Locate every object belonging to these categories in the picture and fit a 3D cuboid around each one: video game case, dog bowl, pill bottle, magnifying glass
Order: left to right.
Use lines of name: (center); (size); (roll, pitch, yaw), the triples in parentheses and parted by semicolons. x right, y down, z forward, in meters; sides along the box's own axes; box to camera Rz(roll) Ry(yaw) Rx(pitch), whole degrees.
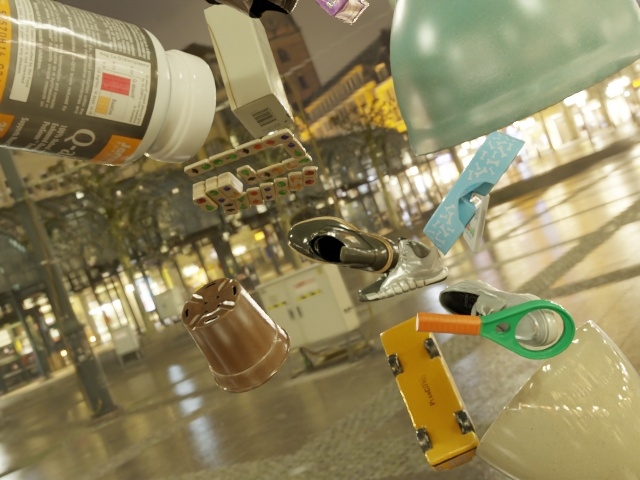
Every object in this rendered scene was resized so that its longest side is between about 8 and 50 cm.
pill bottle: (-0.265, -0.169, 0.854); (0.278, 0.162, 0.162); (7, -19, -41)
dog bowl: (0.322, -0.106, 1.670); (0.297, 0.074, 0.166); (-57, -9, 21)
video game case: (0.383, -0.058, 1.935); (0.019, 0.143, 0.157); (7, 15, -1)
magnifying glass: (0.255, 0.126, 1.142); (0.230, 0.092, 0.026); (3, 22, -4)

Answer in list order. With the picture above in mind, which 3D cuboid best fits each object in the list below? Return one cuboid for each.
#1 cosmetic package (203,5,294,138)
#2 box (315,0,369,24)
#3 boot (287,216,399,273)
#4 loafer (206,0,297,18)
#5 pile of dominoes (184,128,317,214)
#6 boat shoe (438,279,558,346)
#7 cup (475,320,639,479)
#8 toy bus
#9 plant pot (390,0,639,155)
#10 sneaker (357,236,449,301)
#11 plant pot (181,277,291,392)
cosmetic package: (-0.175, -0.426, 1.921); (0.113, 0.310, 0.160); (-23, -25, 9)
box: (-0.051, -0.505, 1.391); (0.057, 0.293, 0.201); (-48, -1, 16)
boot: (0.000, 0.000, 1.164); (0.197, 0.077, 0.137); (8, 1, 37)
loafer: (-0.145, -0.486, 1.561); (0.220, 0.078, 0.080); (6, -10, 22)
pile of dominoes: (-0.132, -0.118, 1.576); (0.251, 0.040, 0.196); (-18, -33, 19)
boat shoe: (0.267, 0.116, 1.219); (0.081, 0.079, 0.227); (-10, 15, -26)
cup: (0.478, 0.345, 1.413); (0.331, 0.237, 0.331); (-39, -26, -23)
toy bus: (0.226, 0.313, 1.613); (0.108, 0.333, 0.130); (-25, -42, 6)
plant pot: (0.197, -0.248, 0.884); (0.293, 0.196, 0.293); (-26, 9, 5)
sneaker: (0.186, 0.064, 1.895); (0.228, 0.132, 0.086); (-16, -5, -2)
plant pot: (-0.164, 0.169, 1.464); (0.166, 0.165, 0.167); (-19, 36, 15)
